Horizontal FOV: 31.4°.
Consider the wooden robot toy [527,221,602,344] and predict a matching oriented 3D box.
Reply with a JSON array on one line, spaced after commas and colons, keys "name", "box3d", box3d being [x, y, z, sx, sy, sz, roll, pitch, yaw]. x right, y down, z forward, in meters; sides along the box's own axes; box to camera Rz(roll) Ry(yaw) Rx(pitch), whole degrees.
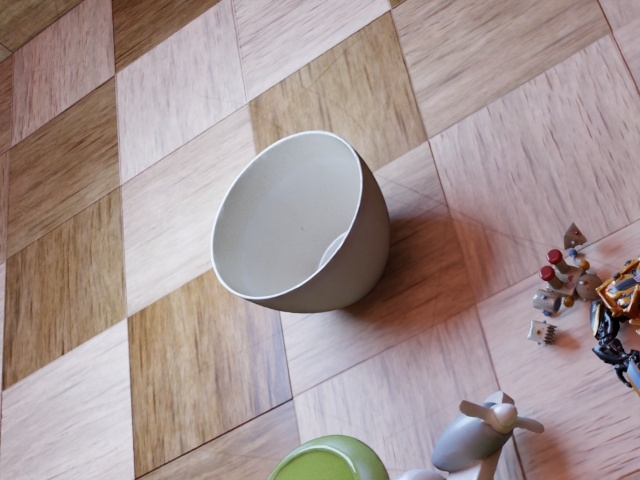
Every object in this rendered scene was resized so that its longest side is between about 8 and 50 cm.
[{"name": "wooden robot toy", "box3d": [0.338, 0.062, 1.524, 0.079, 0.076, 0.173, 17, 75, 34]}]

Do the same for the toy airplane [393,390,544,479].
[{"name": "toy airplane", "box3d": [0.147, 0.366, 1.332, 0.384, 0.272, 0.386, -39, 26, -1]}]

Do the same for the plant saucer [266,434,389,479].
[{"name": "plant saucer", "box3d": [-0.009, 0.387, 1.626, 0.241, 0.037, 0.241, -21, 52, 29]}]

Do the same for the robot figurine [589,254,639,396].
[{"name": "robot figurine", "box3d": [0.445, 0.115, 1.382, 0.211, 0.085, 0.291, -40, 45, 12]}]

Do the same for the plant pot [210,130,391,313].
[{"name": "plant pot", "box3d": [0.000, 0.000, 1.758, 0.284, 0.191, 0.284, -22, 51, 29]}]
